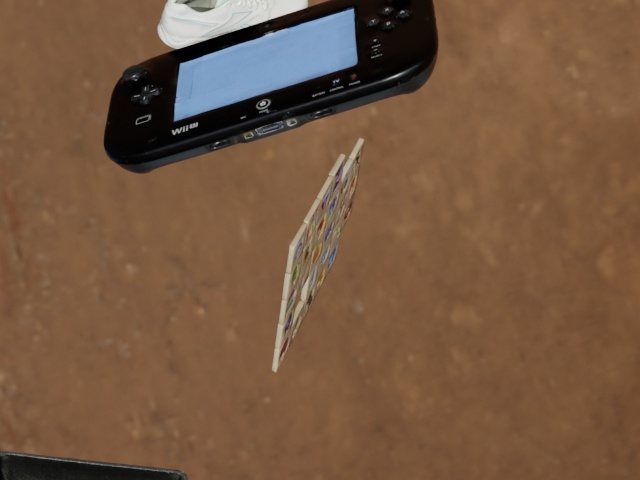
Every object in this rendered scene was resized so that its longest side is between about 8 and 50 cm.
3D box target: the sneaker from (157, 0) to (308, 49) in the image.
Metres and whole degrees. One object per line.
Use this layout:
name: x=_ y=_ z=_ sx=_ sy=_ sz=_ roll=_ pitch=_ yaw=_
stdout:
sneaker: x=-0.081 y=-0.225 z=1.513 sx=0.061 sy=0.152 sz=0.053 roll=109 pitch=143 yaw=-60

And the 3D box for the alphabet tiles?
alphabet tiles: x=0.000 y=0.000 z=1.720 sx=0.009 sy=0.237 sz=0.198 roll=18 pitch=136 yaw=10

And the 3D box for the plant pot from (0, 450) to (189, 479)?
plant pot: x=-0.230 y=0.329 z=1.455 sx=0.187 sy=0.188 sz=0.167 roll=-95 pitch=16 yaw=-55

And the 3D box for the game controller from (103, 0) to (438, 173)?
game controller: x=-0.046 y=-0.150 z=1.421 sx=0.166 sy=0.319 sz=0.067 roll=-85 pitch=-24 yaw=-60
